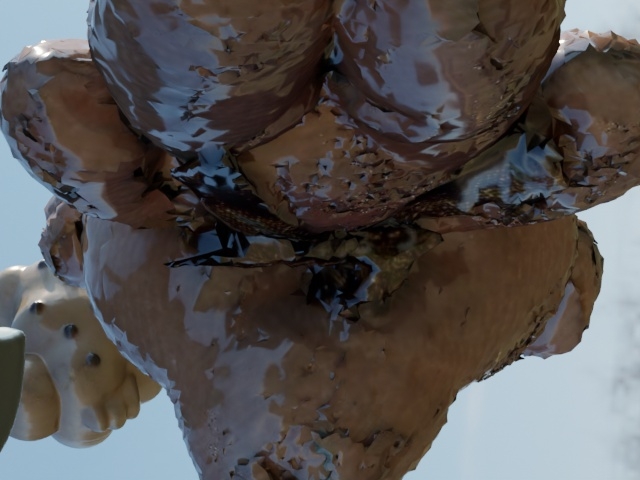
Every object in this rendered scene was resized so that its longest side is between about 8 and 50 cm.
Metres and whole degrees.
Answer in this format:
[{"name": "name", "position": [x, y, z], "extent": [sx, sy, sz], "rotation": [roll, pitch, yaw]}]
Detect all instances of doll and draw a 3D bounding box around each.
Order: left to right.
[{"name": "doll", "position": [-0.109, 0.086, 1.431], "extent": [0.119, 0.278, 0.154], "rotation": [102, 175, -49]}, {"name": "doll", "position": [0.000, 0.000, 0.570], "extent": [0.303, 0.201, 0.156], "rotation": [85, -172, -77]}]

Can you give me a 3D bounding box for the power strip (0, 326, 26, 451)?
[{"name": "power strip", "position": [-0.154, -0.004, 0.588], "extent": [0.137, 0.044, 0.216], "rotation": [-89, -20, -52]}]
